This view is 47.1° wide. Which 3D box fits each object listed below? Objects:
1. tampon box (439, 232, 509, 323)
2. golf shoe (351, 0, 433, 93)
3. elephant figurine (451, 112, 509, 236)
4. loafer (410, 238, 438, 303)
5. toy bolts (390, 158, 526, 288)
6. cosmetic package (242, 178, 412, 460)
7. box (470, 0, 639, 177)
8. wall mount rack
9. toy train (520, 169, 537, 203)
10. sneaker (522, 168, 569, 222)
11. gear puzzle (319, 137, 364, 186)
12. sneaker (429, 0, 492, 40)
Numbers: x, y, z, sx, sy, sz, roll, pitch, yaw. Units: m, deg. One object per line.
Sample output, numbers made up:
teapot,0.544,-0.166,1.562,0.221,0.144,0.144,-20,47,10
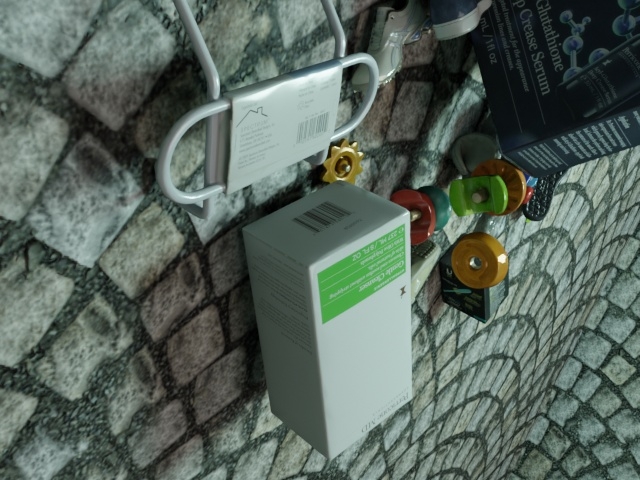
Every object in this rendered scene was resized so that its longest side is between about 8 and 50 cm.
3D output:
tampon box,0.350,0.086,1.662,0.101,0.120,0.161,-46,146,-23
golf shoe,0.089,-0.291,1.059,0.176,0.069,0.086,-55,132,-22
elephant figurine,0.336,-0.151,1.442,0.239,0.186,0.169,-40,114,12
loafer,0.135,0.086,1.369,0.268,0.102,0.092,-33,133,-39
toy bolts,0.264,-0.037,1.330,0.158,0.228,0.218,-22,108,-49
cosmetic package,0.021,0.120,1.103,0.197,0.155,0.366,-30,129,-31
box,0.466,-0.311,1.168,0.212,0.395,0.294,14,61,-59
wall mount rack,-0.077,-0.196,0.824,0.350,0.130,0.304,-30,140,-41
toy train,0.418,-0.100,1.652,0.248,0.105,0.143,-56,162,-10
sneaker,0.566,-0.156,1.856,0.235,0.084,0.097,-65,173,8
gear puzzle,0.000,0.000,1.164,0.175,0.044,0.339,-11,120,-40
sneaker,0.188,-0.401,1.076,0.226,0.086,0.163,-64,135,-60
